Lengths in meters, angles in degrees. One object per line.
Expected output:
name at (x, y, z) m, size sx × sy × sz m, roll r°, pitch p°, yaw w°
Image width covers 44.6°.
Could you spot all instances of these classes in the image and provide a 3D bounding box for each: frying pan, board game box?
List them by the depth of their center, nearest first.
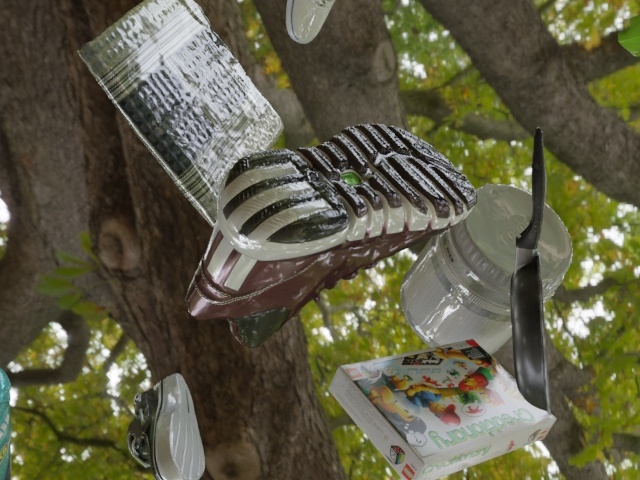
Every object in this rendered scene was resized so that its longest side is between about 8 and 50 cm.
frying pan at (0.245, 0.058, 0.907) m, size 0.053 × 0.326 × 0.197 m, roll -4°, pitch -146°, yaw 16°
board game box at (0.185, 0.243, 1.154) m, size 0.305 × 0.053 × 0.193 m, roll -4°, pitch -143°, yaw -41°

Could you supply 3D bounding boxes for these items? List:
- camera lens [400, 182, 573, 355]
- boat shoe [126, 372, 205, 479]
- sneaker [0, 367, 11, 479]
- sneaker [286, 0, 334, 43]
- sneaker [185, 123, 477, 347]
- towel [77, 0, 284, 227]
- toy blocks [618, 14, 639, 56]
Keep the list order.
camera lens at (0.279, 0.063, 1.357) m, size 0.219 × 0.274 × 0.219 m, roll 11°, pitch -128°, yaw -14°
boat shoe at (-0.287, 0.358, 1.406) m, size 0.119 × 0.121 × 0.335 m, roll -27°, pitch -164°, yaw -3°
sneaker at (-0.242, 0.104, 0.332) m, size 0.107 × 0.275 × 0.110 m, roll 11°, pitch -90°, yaw 20°
sneaker at (0.010, -0.507, 1.530) m, size 0.091 × 0.094 × 0.258 m, roll 46°, pitch -62°, yaw 50°
sneaker at (0.000, 0.000, 0.622) m, size 0.281 × 0.162 × 0.106 m, roll -11°, pitch -124°, yaw -48°
towel at (-0.195, -0.215, 1.184) m, size 0.056 × 0.312 × 0.324 m, roll -25°, pitch -158°, yaw 30°
toy blocks at (0.395, -0.326, 0.762) m, size 0.190 × 0.381 × 0.261 m, roll -9°, pitch -103°, yaw 40°
